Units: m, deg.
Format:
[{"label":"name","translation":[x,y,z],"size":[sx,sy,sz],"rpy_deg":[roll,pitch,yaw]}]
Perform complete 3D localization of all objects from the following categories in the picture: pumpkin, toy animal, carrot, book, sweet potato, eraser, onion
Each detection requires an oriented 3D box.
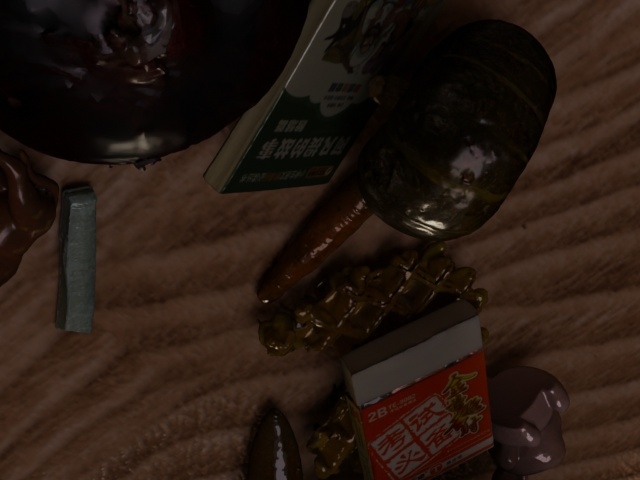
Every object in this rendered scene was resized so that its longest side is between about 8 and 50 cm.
[{"label":"pumpkin","translation":[0.111,-0.100,1.155],"size":[0.162,0.219,0.219],"rpy_deg":[32,111,-4]},{"label":"toy animal","translation":[-0.315,0.024,1.117],"size":[0.224,0.066,0.230],"rpy_deg":[-35,139,1]},{"label":"carrot","translation":[0.000,0.000,1.277],"size":[0.047,0.047,0.191],"rpy_deg":[27,112,-40]},{"label":"book","translation":[0.021,-0.156,1.111],"size":[0.264,0.027,0.202],"rpy_deg":[-56,160,20]},{"label":"sweet potato","translation":[-0.037,0.335,1.503],"size":[0.108,0.079,0.346],"rpy_deg":[-36,138,-14]},{"label":"toy animal","translation":[0.255,0.244,1.561],"size":[0.124,0.124,0.212],"rpy_deg":[-26,140,-6]},{"label":"eraser","translation":[0.111,0.182,1.394],"size":[0.157,0.038,0.230],"rpy_deg":[-24,133,-13]},{"label":"onion","translation":[-0.141,-0.189,0.919],"size":[0.314,0.232,0.314],"rpy_deg":[-15,130,-19]}]

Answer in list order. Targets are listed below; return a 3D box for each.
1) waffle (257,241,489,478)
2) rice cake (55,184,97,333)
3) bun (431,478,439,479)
[{"label":"waffle","translation":[0.071,0.123,1.398],"size":[0.259,0.069,0.293],"rpy_deg":[-26,134,-13]},{"label":"rice cake","translation":[-0.230,0.023,1.185],"size":[0.033,0.029,0.171],"rpy_deg":[-12,132,-27]},{"label":"bun","translation":[0.172,0.397,1.500],"size":[0.365,0.219,0.365],"rpy_deg":[0,159,0]}]
